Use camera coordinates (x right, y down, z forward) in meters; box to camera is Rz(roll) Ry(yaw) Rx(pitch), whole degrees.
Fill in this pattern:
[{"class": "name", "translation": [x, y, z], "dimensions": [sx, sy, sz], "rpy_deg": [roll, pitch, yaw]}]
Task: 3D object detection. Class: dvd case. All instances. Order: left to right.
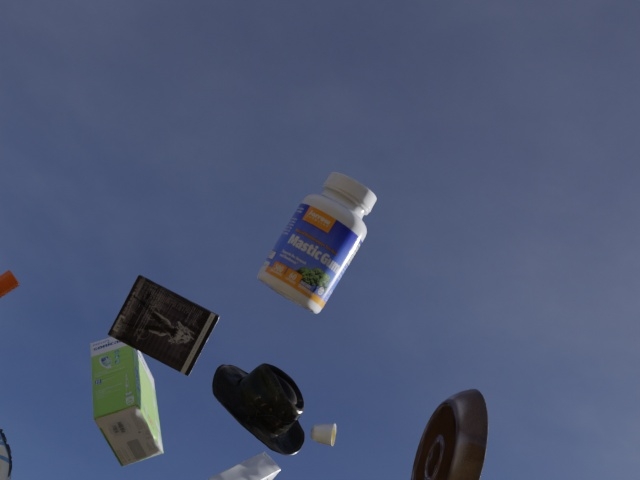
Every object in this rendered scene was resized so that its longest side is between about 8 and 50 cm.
[{"class": "dvd case", "translation": [-0.378, 0.205, 2.152], "dimensions": [0.221, 0.164, 0.018], "rpy_deg": [27, -1, 0]}]

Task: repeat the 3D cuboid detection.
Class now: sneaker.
[{"class": "sneaker", "translation": [-0.621, 0.451, 1.675], "dimensions": [0.086, 0.237, 0.085], "rpy_deg": [-5, -28, -23]}]

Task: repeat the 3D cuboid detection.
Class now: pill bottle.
[{"class": "pill bottle", "translation": [0.000, 0.000, 1.828], "dimensions": [0.152, 0.272, 0.152], "rpy_deg": [30, -7, 4]}]

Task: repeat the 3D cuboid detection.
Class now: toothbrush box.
[{"class": "toothbrush box", "translation": [-0.516, 0.416, 2.359], "dimensions": [0.122, 0.283, 0.206], "rpy_deg": [-17, -51, -2]}]

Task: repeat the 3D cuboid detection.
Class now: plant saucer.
[{"class": "plant saucer", "translation": [0.240, 0.433, 1.736], "dimensions": [0.050, 0.310, 0.310], "rpy_deg": [18, -37, -6]}]

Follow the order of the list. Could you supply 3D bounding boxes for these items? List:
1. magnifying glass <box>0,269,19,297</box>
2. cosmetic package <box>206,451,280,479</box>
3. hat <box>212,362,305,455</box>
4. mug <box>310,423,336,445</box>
[{"class": "magnifying glass", "translation": [-0.556, 0.120, 1.325], "dimensions": [0.092, 0.231, 0.026], "rpy_deg": [60, -21, -17]}, {"class": "cosmetic package", "translation": [-0.179, 0.516, 1.840], "dimensions": [0.060, 0.239, 0.099], "rpy_deg": [41, -74, 18]}, {"class": "hat", "translation": [-0.142, 0.441, 2.527], "dimensions": [0.331, 0.331, 0.134], "rpy_deg": [37, -72, -11]}, {"class": "mug", "translation": [0.007, 0.554, 2.521], "dimensions": [0.064, 0.062, 0.078], "rpy_deg": [5, -75, 11]}]
